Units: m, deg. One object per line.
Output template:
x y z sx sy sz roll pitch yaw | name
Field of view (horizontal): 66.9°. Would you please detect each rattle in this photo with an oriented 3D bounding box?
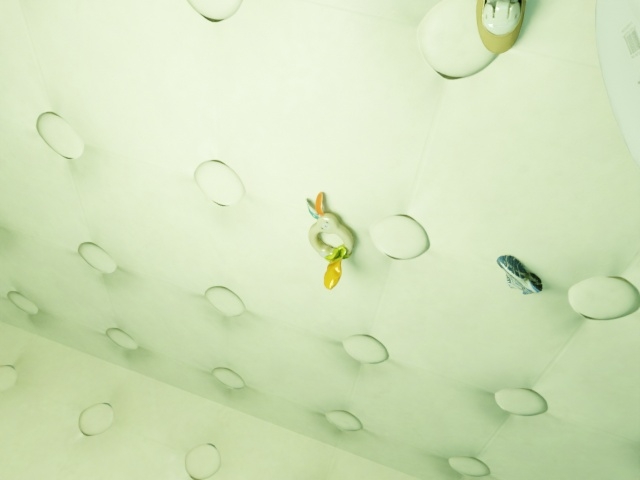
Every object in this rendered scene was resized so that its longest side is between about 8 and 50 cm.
0.000 0.000 1.227 0.130 0.143 0.200 18 144 34 | rattle

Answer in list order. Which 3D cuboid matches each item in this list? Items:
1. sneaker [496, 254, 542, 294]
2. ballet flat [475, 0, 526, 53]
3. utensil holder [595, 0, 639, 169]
0.464 0.089 1.160 0.135 0.052 0.058 38 138 -11 | sneaker
0.291 -0.407 0.775 0.080 0.073 0.232 7 132 19 | ballet flat
0.579 -0.246 0.560 0.385 0.328 0.328 -20 120 21 | utensil holder
